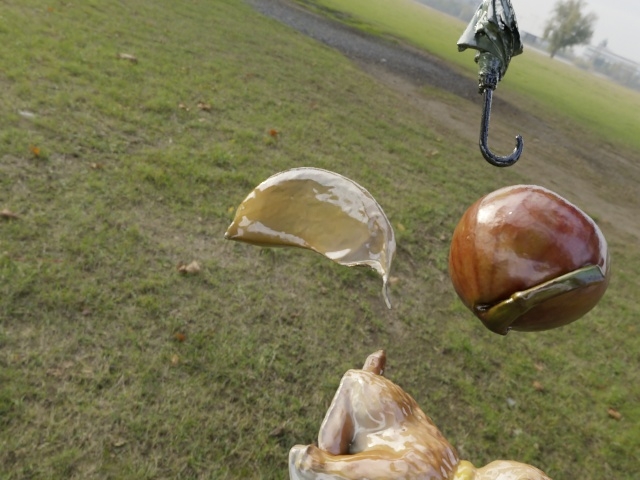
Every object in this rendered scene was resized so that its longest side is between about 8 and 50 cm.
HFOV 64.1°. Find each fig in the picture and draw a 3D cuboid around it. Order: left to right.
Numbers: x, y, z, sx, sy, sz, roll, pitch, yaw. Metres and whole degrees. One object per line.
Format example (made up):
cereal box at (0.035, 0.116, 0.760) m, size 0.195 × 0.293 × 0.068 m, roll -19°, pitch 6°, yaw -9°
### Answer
fig at (0.252, 0.033, 0.639) m, size 0.205 × 0.205 × 0.205 m, roll 17°, pitch 28°, yaw -9°

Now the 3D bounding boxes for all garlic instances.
garlic at (0.017, -0.005, 0.853) m, size 0.338 × 0.151 × 0.196 m, roll 22°, pitch 53°, yaw 28°

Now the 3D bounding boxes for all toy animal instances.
toy animal at (0.096, 0.161, 0.391) m, size 0.185 × 0.104 × 0.184 m, roll 5°, pitch 32°, yaw 25°

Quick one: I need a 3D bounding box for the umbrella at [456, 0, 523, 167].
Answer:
umbrella at (0.113, -0.178, 0.336) m, size 0.044 × 0.269 × 0.044 m, roll 4°, pitch -11°, yaw -2°
